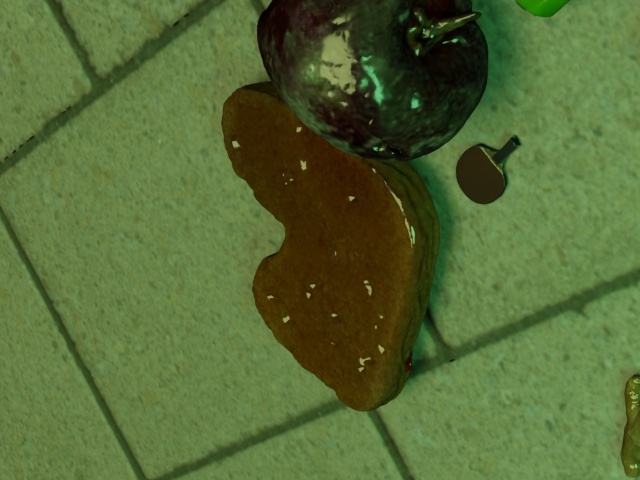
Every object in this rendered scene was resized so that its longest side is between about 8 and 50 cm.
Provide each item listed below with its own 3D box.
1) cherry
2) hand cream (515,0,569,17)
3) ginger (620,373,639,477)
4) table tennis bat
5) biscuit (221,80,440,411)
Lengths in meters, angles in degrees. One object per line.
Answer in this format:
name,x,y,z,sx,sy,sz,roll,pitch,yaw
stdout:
cherry,0.043,-0.157,1.398,0.195,0.195,0.195,21,123,35
hand cream,0.238,-0.271,1.257,0.079,0.050,0.275,34,131,-9
ginger,0.275,0.160,1.439,0.048,0.030,0.097,-138,42,-60
table tennis bat,0.146,-0.063,1.466,0.050,0.007,0.083,54,138,9
biscuit,0.001,-0.001,1.604,0.262,0.052,0.277,34,131,33
